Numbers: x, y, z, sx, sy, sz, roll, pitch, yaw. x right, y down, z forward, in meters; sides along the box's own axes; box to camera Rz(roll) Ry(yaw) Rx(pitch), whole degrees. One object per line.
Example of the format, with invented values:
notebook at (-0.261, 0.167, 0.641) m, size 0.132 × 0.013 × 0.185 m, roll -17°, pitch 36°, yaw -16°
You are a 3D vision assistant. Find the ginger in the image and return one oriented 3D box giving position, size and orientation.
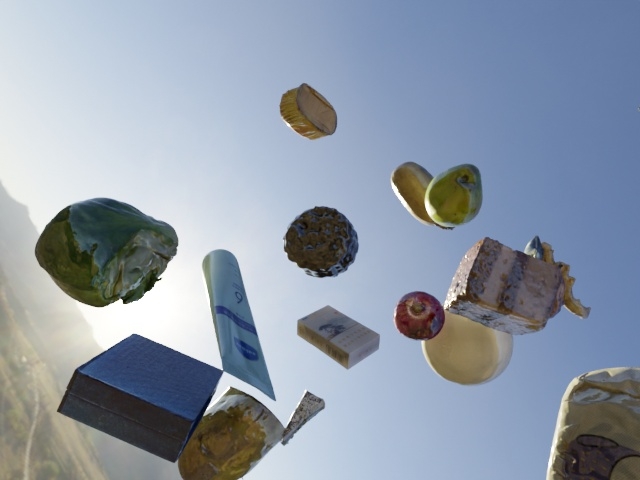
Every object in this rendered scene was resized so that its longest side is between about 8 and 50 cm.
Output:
ginger at (0.785, 0.131, 1.418) m, size 0.089 × 0.075 × 0.288 m, roll -36°, pitch -97°, yaw 41°

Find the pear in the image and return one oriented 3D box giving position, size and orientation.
pear at (0.432, -0.145, 1.401) m, size 0.187 × 0.188 × 0.219 m, roll 51°, pitch -31°, yaw 14°

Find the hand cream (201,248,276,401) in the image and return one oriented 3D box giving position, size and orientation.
hand cream at (-0.147, 0.120, 0.722) m, size 0.109 × 0.067 × 0.320 m, roll 46°, pitch 8°, yaw -36°

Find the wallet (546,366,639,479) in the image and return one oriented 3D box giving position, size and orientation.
wallet at (0.520, 0.352, 0.742) m, size 0.068 × 0.335 × 0.275 m, roll 28°, pitch -21°, yaw -16°

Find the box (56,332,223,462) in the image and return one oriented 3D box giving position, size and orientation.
box at (-0.389, 0.345, 1.010) m, size 0.262 × 0.116 × 0.279 m, roll 25°, pitch 2°, yaw -1°

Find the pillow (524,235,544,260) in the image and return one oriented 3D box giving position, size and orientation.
pillow at (0.659, 0.047, 1.367) m, size 0.055 × 0.136 × 0.091 m, roll 37°, pitch -54°, yaw 10°

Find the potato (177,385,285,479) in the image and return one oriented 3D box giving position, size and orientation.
potato at (-0.262, 0.560, 1.216) m, size 0.229 × 0.266 × 0.229 m, roll 34°, pitch -27°, yaw 20°

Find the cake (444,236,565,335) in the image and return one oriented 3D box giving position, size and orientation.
cake at (0.513, 0.148, 1.196) m, size 0.293 × 0.198 × 0.196 m, roll 24°, pitch -23°, yaw 6°

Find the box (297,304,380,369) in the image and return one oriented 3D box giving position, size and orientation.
box at (0.053, 0.301, 1.409) m, size 0.233 × 0.150 × 0.066 m, roll 25°, pitch -60°, yaw 40°

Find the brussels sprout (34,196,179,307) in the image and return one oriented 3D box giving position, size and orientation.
brussels sprout at (-0.301, 0.010, 0.621) m, size 0.146 × 0.183 × 0.131 m, roll 24°, pitch -68°, yaw 10°

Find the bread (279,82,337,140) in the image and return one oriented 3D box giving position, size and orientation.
bread at (-0.042, -0.413, 1.431) m, size 0.114 × 0.132 × 0.191 m, roll -4°, pitch -28°, yaw 42°

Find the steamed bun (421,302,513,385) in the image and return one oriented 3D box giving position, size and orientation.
steamed bun at (0.532, 0.368, 1.605) m, size 0.324 × 0.324 × 0.206 m, roll 47°, pitch 7°, yaw 20°

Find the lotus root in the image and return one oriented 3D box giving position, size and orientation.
lotus root at (0.403, -0.166, 1.734) m, size 0.342 × 0.152 × 0.169 m, roll 59°, pitch -14°, yaw 23°

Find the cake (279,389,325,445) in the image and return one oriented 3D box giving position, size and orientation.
cake at (-0.053, 0.418, 1.043) m, size 0.055 × 0.140 × 0.051 m, roll 34°, pitch -36°, yaw 32°

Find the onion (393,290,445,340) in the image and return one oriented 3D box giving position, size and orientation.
onion at (0.343, 0.263, 1.533) m, size 0.177 × 0.177 × 0.153 m, roll 32°, pitch 3°, yaw 38°

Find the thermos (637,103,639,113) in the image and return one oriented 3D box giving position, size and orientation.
thermos at (0.823, -0.238, 0.913) m, size 0.286 × 0.182 × 0.144 m, roll 45°, pitch -41°, yaw 24°

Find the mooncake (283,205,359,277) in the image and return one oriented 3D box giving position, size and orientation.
mooncake at (0.000, 0.000, 1.347) m, size 0.228 × 0.228 × 0.124 m, roll 45°, pitch -6°, yaw 24°
